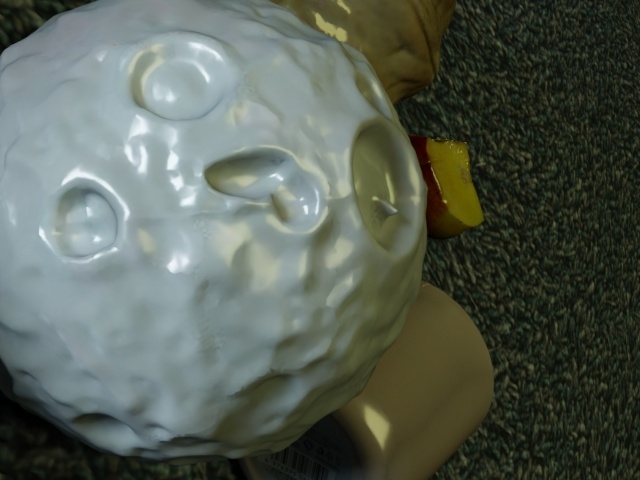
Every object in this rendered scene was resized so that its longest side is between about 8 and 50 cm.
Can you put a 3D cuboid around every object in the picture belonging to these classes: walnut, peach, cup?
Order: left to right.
[{"bbox_3d":[-0.018,-0.245,0.853,0.313,0.252,0.277,42,49,-3],"label":"walnut"},{"bbox_3d":[0.014,0.131,0.889,0.253,0.191,0.200,48,38,9],"label":"cup"},{"bbox_3d":[0.132,-0.066,1.158,0.151,0.119,0.151,169,-90,-85],"label":"peach"}]

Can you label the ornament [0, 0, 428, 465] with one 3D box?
[{"bbox_3d":[-0.083,-0.011,0.658,0.337,0.337,0.336,22,62,-51],"label":"ornament"}]
